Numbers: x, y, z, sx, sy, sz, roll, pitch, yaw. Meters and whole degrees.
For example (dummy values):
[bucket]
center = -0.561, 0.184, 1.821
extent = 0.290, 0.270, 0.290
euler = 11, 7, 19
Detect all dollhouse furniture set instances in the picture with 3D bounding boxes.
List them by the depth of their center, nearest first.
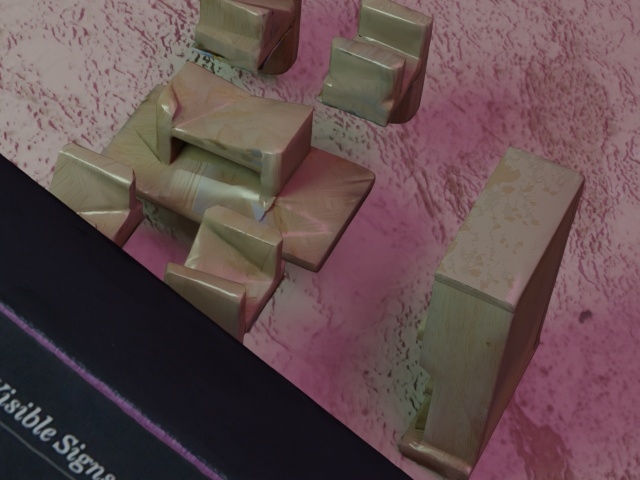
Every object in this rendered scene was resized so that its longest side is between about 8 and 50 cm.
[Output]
[dollhouse furniture set]
center = 0.000, 0.000, 1.504
extent = 0.394, 0.256, 0.362
euler = 23, 53, 14

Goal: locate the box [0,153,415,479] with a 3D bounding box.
[box]
center = -0.204, 0.263, 1.039
extent = 0.480, 0.297, 0.472
euler = 39, 99, -2
